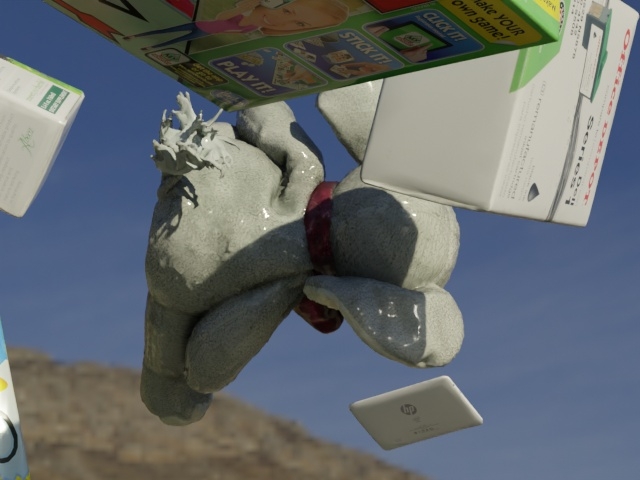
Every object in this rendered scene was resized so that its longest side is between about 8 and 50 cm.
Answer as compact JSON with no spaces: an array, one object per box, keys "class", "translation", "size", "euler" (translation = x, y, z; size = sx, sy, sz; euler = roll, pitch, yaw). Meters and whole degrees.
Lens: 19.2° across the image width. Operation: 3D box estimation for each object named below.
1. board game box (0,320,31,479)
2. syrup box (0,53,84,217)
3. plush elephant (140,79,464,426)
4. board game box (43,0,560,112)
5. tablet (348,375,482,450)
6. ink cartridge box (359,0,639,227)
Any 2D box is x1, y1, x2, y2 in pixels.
[{"class":"board game box","translation":[-0.330,0.135,1.528],"size":[0.144,0.275,0.142],"euler":[-6,-18,-24]},{"class":"syrup box","translation":[-0.323,-0.118,1.529],"size":[0.237,0.093,0.096],"euler":[26,-72,-5]},{"class":"plush elephant","translation":[0.000,0.000,1.525],"size":[0.255,0.272,0.330],"euler":[12,-23,3]},{"class":"board game box","translation":[-0.046,-0.153,0.922],"size":[0.213,0.046,0.317],"euler":[-9,-21,31]},{"class":"tablet","translation":[0.067,0.124,1.342],"size":[0.083,0.006,0.054],"euler":[-20,-54,28]},{"class":"ink cartridge box","translation":[0.121,-0.097,1.211],"size":[0.092,0.160,0.219],"euler":[15,5,23]}]
